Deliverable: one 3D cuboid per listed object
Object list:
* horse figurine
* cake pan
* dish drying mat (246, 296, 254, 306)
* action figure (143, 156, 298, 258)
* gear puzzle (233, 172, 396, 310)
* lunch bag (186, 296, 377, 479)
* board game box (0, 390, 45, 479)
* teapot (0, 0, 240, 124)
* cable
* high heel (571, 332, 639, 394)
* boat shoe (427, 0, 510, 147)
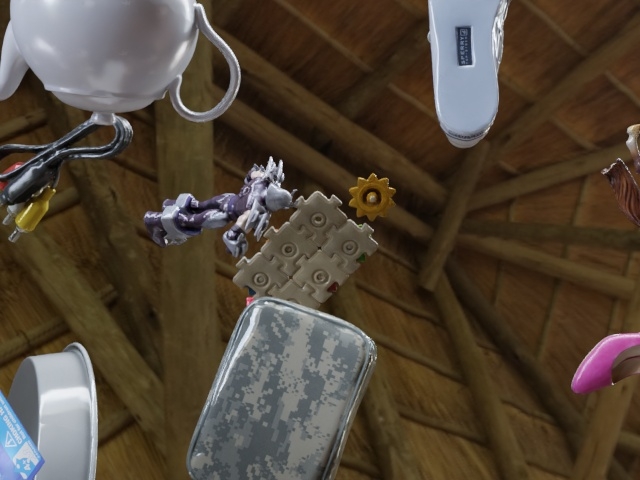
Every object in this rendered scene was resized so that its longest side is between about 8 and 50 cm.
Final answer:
[{"bbox_3d":[0.456,-0.065,0.883,0.263,0.066,0.175,-11,-87,7],"label":"horse figurine"},{"bbox_3d":[-0.309,0.256,0.836,0.054,0.293,0.293,10,-90,-29],"label":"cake pan"},{"bbox_3d":[-0.134,0.155,1.569,0.008,0.032,0.083,66,-163,-67],"label":"dish drying mat"},{"bbox_3d":[-0.159,-0.053,1.332,0.099,0.285,0.185,62,-145,-32],"label":"action figure"},{"bbox_3d":[0.000,0.000,1.419,0.175,0.044,0.339,41,-75,-13],"label":"gear puzzle"},{"bbox_3d":[-0.047,0.255,1.171,0.256,0.212,0.305,53,-124,-75],"label":"lunch bag"},{"bbox_3d":[-0.301,0.081,0.379,0.066,0.318,0.319,-23,-75,10],"label":"board game box"},{"bbox_3d":[-0.276,-0.245,1.015,0.252,0.256,0.187,-9,-72,-43],"label":"teapot"},{"bbox_3d":[-0.421,-0.127,1.224,0.139,0.287,0.072,60,-169,15],"label":"cable"},{"bbox_3d":[0.533,0.204,1.266,0.244,0.117,0.082,-24,-54,-21],"label":"high heel"},{"bbox_3d":[0.245,-0.325,1.268,0.156,0.135,0.367,57,-146,-77],"label":"boat shoe"}]
